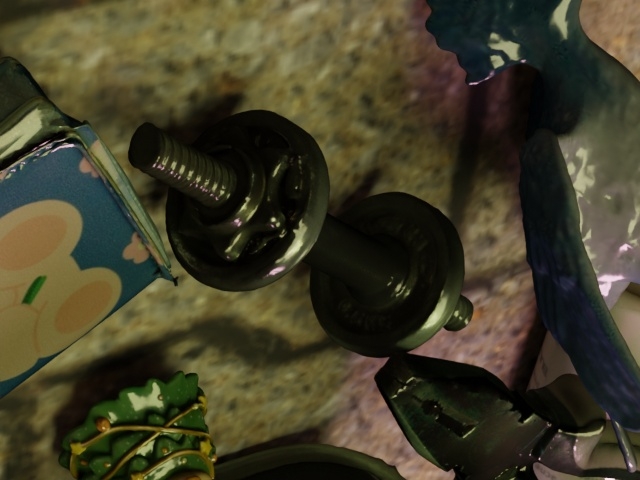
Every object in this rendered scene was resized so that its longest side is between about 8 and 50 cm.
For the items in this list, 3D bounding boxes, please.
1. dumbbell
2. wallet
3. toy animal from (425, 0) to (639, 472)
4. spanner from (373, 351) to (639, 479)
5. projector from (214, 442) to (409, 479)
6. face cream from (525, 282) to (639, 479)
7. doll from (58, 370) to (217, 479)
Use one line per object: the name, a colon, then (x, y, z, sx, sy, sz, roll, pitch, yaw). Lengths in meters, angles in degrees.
dumbbell: (0.000, 0.000, 0.807, 0.081, 0.081, 0.254, -51, 143, 8)
wallet: (-0.161, 0.029, 0.702, 0.202, 0.059, 0.141, -37, 149, -7)
toy animal: (0.122, -0.020, 0.838, 0.239, 0.176, 0.255, -59, 160, -73)
spanner: (0.122, 0.119, 0.938, 0.095, 0.040, 0.325, -46, 139, 9)
projector: (-0.034, 0.282, 0.903, 0.249, 0.248, 0.249, -16, 134, -33)
face cream: (0.151, 0.135, 1.073, 0.092, 0.092, 0.311, -14, 134, -34)
doll: (-0.073, 0.124, 0.843, 0.078, 0.113, 0.077, -15, 170, -35)
